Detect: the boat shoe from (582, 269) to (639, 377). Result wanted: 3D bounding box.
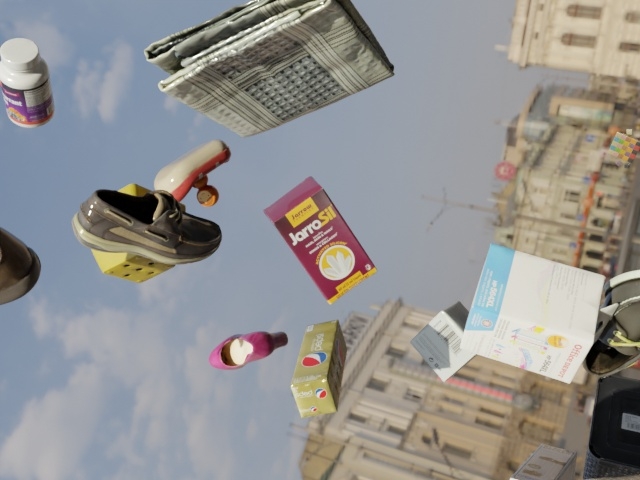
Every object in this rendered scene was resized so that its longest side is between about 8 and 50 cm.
[{"bbox_3d":[0.346,0.097,0.846,0.228,0.081,0.068,82,-162,-66],"label":"boat shoe"}]

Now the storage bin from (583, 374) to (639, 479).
[{"bbox_3d":[0.495,0.314,1.210,0.180,0.122,0.084,-57,-30,-47],"label":"storage bin"}]

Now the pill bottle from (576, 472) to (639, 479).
[{"bbox_3d":[0.300,0.354,0.780,0.210,0.363,0.210,177,90,-81],"label":"pill bottle"}]

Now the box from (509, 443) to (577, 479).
[{"bbox_3d":[0.501,0.582,1.707,0.290,0.087,0.169,0,-84,-61],"label":"box"}]

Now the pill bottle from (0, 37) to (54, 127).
[{"bbox_3d":[-0.666,-0.357,1.710,0.193,0.108,0.108,107,-171,-54],"label":"pill bottle"}]

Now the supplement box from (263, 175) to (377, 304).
[{"bbox_3d":[0.000,0.000,1.290,0.104,0.081,0.188,-36,-66,-2],"label":"supplement box"}]

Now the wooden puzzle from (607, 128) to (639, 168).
[{"bbox_3d":[0.574,-0.175,1.427,0.006,0.049,0.083,-45,-25,-39],"label":"wooden puzzle"}]

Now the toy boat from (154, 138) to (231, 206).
[{"bbox_3d":[-0.322,-0.156,1.998,0.231,0.151,0.151,-40,-70,-34],"label":"toy boat"}]

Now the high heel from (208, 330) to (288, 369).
[{"bbox_3d":[-0.195,0.259,1.734,0.117,0.244,0.082,-5,-98,-54],"label":"high heel"}]

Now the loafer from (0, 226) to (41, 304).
[{"bbox_3d":[-0.603,0.050,1.088,0.366,0.134,0.130,-19,-44,-12],"label":"loafer"}]

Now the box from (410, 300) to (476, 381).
[{"bbox_3d":[0.245,0.187,1.416,0.102,0.101,0.087,-49,-16,30],"label":"box"}]

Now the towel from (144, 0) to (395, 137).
[{"bbox_3d":[-0.067,-0.269,1.187,0.324,0.312,0.056,30,-135,-63],"label":"towel"}]

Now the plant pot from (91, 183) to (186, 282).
[{"bbox_3d":[-0.503,-0.004,2.065,0.212,0.212,0.187,26,-134,-53],"label":"plant pot"}]

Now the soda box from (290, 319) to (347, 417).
[{"bbox_3d":[0.001,0.198,1.187,0.181,0.058,0.061,-72,-33,-66],"label":"soda box"}]

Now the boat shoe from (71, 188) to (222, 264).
[{"bbox_3d":[-0.365,-0.036,1.691,0.355,0.132,0.130,5,-48,-40],"label":"boat shoe"}]

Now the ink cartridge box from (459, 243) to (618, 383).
[{"bbox_3d":[0.236,0.081,0.816,0.092,0.143,0.090,90,-159,-53],"label":"ink cartridge box"}]
